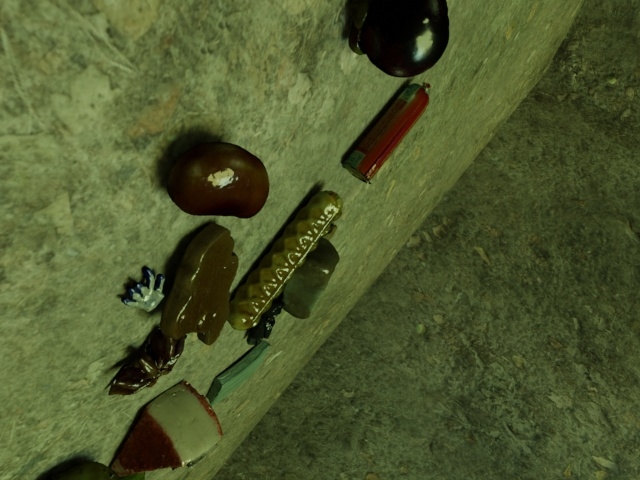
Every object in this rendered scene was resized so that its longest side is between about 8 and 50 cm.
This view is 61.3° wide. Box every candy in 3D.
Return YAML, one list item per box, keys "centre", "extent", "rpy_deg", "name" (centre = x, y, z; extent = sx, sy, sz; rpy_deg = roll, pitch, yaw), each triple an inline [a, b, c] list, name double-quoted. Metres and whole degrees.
- centre: [-0.033, 0.098, 1.359]
  extent: [0.234, 0.102, 0.104]
  rpy_deg: [-61, -177, 46]
  name: "candy"

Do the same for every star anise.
- centre: [-0.297, 0.219, 0.947]
  extent: [0.168, 0.057, 0.168]
  rpy_deg: [-49, 165, -17]
  name: "star anise"

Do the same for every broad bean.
- centre: [-0.128, -0.075, 0.687]
  extent: [0.114, 0.084, 0.165]
  rpy_deg: [-51, 161, 19]
  name: "broad bean"

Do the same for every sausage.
- centre: [0.157, -0.244, 1.179]
  extent: [0.264, 0.083, 0.083]
  rpy_deg: [-51, 166, -5]
  name: "sausage"

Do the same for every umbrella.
- centre: [-0.146, 0.204, 1.400]
  extent: [0.235, 0.059, 0.066]
  rpy_deg: [119, -26, -46]
  name: "umbrella"

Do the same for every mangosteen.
- centre: [0.110, -0.308, 0.774]
  extent: [0.152, 0.152, 0.152]
  rpy_deg: [-48, 166, -16]
  name: "mangosteen"

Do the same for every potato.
- centre: [-0.461, 0.493, 1.022]
  extent: [0.149, 0.113, 0.251]
  rpy_deg: [-56, 176, -15]
  name: "potato"

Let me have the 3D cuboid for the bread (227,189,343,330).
- centre: [-0.079, 0.043, 1.158]
  extent: [0.367, 0.077, 0.084]
  rpy_deg: [-52, 168, 4]
  name: "bread"

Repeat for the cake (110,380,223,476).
- centre: [-0.385, 0.434, 1.237]
  extent: [0.262, 0.159, 0.158]
  rpy_deg: [-20, 180, 24]
  name: "cake"

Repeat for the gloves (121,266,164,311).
- centre: [-0.253, 0.071, 0.781]
  extent: [0.064, 0.026, 0.086]
  rpy_deg: [-50, 162, -11]
  name: "gloves"

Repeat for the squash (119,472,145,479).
- centre: [-0.501, 0.624, 1.307]
  extent: [0.066, 0.066, 0.252]
  rpy_deg: [-57, 165, 20]
  name: "squash"

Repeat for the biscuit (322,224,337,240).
- centre: [0.000, 0.000, 1.424]
  extent: [0.147, 0.018, 0.071]
  rpy_deg: [-36, 162, -51]
  name: "biscuit"

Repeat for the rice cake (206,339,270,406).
- centre: [-0.239, 0.391, 1.604]
  extent: [0.237, 0.043, 0.127]
  rpy_deg: [-34, 159, -49]
  name: "rice cake"

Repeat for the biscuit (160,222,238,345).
- centre: [-0.201, 0.096, 0.925]
  extent: [0.183, 0.047, 0.319]
  rpy_deg: [-56, 166, -22]
  name: "biscuit"
